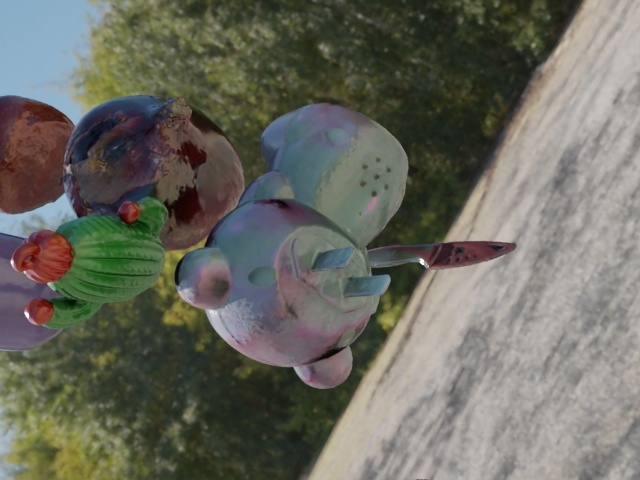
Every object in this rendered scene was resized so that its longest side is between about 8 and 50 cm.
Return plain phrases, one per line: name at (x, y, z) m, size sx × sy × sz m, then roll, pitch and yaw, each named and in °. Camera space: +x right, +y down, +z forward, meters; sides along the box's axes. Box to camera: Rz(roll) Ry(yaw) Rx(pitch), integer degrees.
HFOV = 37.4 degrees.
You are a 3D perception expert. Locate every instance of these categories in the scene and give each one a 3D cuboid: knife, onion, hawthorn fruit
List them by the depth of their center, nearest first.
knife at (0.134, 0.019, 1.178) m, size 0.247 × 0.018 × 0.035 m, roll -5°, pitch 63°, yaw 43°
onion at (-0.236, -0.118, 1.351) m, size 0.272 × 0.272 × 0.195 m, roll -60°, pitch -11°, yaw -45°
hawthorn fruit at (-0.562, -0.175, 1.868) m, size 0.266 × 0.210 × 0.230 m, roll -13°, pitch -76°, yaw -37°

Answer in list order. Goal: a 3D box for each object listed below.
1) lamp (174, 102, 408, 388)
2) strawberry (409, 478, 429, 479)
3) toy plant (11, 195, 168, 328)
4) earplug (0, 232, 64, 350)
lamp at (0.000, 0.000, 1.078) m, size 0.247 × 0.247 × 0.301 m, roll -6°, pitch 51°, yaw 50°
strawberry at (0.142, 0.391, 1.380) m, size 0.106 × 0.106 × 0.106 m, roll -62°, pitch -3°, yaw -5°
toy plant at (-0.257, 0.031, 1.046) m, size 0.240 × 0.088 × 0.155 m, roll -32°, pitch -27°, yaw -53°
earplug at (-0.584, 0.057, 1.372) m, size 0.215 × 0.455 × 0.215 m, roll -38°, pitch 47°, yaw 56°
